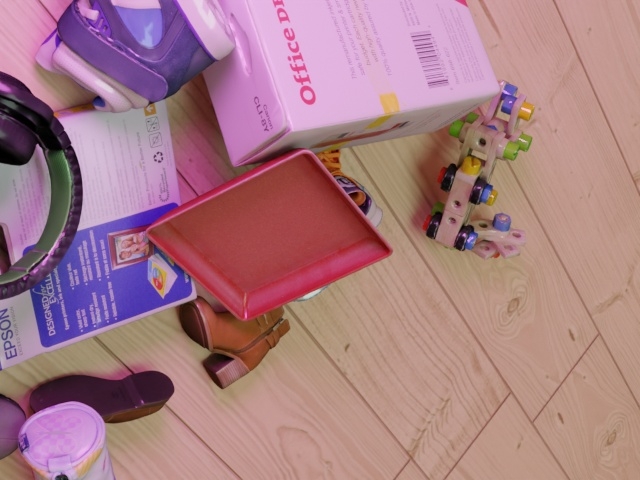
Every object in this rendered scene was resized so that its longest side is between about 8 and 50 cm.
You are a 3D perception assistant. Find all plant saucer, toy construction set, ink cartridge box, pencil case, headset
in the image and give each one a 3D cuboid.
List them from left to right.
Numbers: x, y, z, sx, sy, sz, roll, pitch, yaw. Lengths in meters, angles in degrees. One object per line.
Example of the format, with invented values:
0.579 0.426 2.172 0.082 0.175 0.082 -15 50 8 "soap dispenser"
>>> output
-0.438 -0.113 1.302 0.243 0.185 0.394 -48 129 -32 "headset"
-0.326 -0.021 1.511 0.307 0.072 0.303 -19 113 -32 "ink cartridge box"
-0.331 0.345 1.570 0.114 0.124 0.273 -18 137 -15 "pencil case"
-0.068 -0.012 1.579 0.258 0.047 0.259 -26 138 16 "plant saucer"
0.025 -0.279 1.589 0.385 0.160 0.279 -14 82 -37 "ink cartridge box"
0.278 -0.098 1.969 0.215 0.151 0.327 -49 144 -49 "toy construction set"

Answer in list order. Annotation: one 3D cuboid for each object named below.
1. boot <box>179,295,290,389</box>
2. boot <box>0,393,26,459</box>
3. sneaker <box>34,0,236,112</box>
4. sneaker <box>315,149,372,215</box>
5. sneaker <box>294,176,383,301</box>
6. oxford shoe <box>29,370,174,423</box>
-0.128 0.119 1.741 0.152 0.073 0.197 -39 139 -22 "boot"
-0.479 0.259 1.385 0.338 0.223 0.118 10 98 -42 "boot"
-0.275 -0.306 1.386 0.236 0.130 0.322 -27 116 11 "sneaker"
0.016 -0.123 1.697 0.125 0.180 0.321 12 98 -43 "sneaker"
0.000 0.000 1.803 0.228 0.087 0.092 -52 125 -22 "sneaker"
-0.316 0.238 1.627 0.212 0.076 0.076 2 138 -34 "oxford shoe"
